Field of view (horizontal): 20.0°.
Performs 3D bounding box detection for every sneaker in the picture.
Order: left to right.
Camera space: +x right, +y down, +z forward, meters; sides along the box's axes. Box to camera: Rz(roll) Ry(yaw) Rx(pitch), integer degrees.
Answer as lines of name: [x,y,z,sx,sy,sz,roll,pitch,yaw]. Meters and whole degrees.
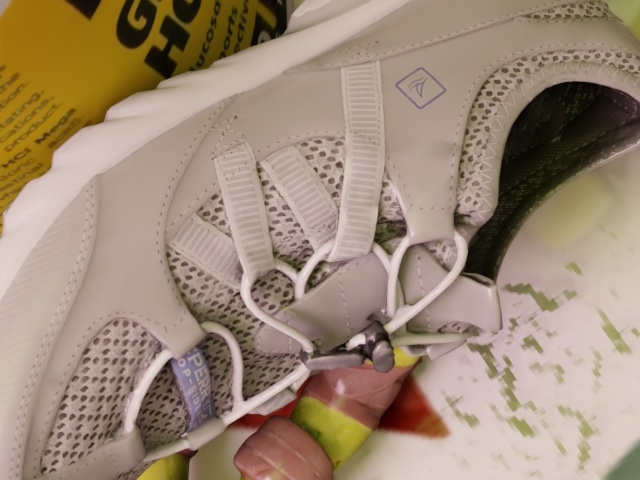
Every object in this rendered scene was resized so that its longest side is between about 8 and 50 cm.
sneaker: [0.000,0.000,0.556,0.115,0.105,0.281,36,69,27]

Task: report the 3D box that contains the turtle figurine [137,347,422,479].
turtle figurine: [-0.042,0.123,0.617,0.269,0.087,0.217,16,75,32]

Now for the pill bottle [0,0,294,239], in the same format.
pill bottle: [-0.136,-0.099,0.552,0.188,0.334,0.188,-2,81,14]
